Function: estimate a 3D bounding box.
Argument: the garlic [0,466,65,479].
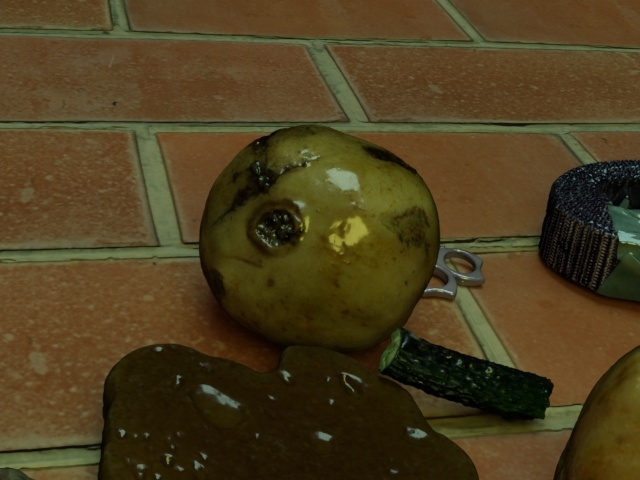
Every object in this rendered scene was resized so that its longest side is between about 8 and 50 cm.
[{"bbox_3d":[-0.222,0.248,0.813,0.159,0.102,0.147,21,32,29],"label":"garlic"}]

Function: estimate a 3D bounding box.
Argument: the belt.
[{"bbox_3d":[0.444,-0.016,1.378,0.324,0.122,0.260,-1,29,-14],"label":"belt"}]

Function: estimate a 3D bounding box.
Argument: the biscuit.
[{"bbox_3d":[-0.037,0.212,0.935,0.381,0.074,0.359,31,33,32],"label":"biscuit"}]

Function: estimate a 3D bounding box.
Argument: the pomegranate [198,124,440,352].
[{"bbox_3d":[0.000,0.000,1.144,0.260,0.260,0.260,6,32,-4],"label":"pomegranate"}]

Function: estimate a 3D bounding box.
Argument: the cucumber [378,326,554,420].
[{"bbox_3d":[0.146,0.138,1.071,0.187,0.058,0.058,19,28,-21],"label":"cucumber"}]

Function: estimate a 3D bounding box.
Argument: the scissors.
[{"bbox_3d":[0.108,0.008,1.347,0.110,0.021,0.212,-25,45,-37],"label":"scissors"}]

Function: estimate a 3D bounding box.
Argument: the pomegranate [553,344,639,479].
[{"bbox_3d":[0.342,0.215,0.795,0.342,0.342,0.342,6,32,-4],"label":"pomegranate"}]
